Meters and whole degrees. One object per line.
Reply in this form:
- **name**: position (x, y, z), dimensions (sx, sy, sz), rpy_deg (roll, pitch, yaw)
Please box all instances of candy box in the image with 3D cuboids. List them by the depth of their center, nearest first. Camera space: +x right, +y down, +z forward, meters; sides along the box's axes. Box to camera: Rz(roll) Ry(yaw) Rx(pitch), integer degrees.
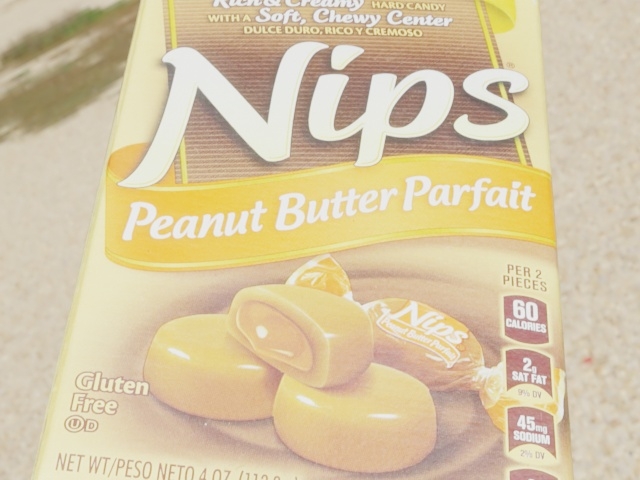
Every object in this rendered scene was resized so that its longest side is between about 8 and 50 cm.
- **candy box**: position (0.000, 0.000, 0.580), dimensions (0.183, 0.087, 0.316), rpy_deg (7, 49, -4)
